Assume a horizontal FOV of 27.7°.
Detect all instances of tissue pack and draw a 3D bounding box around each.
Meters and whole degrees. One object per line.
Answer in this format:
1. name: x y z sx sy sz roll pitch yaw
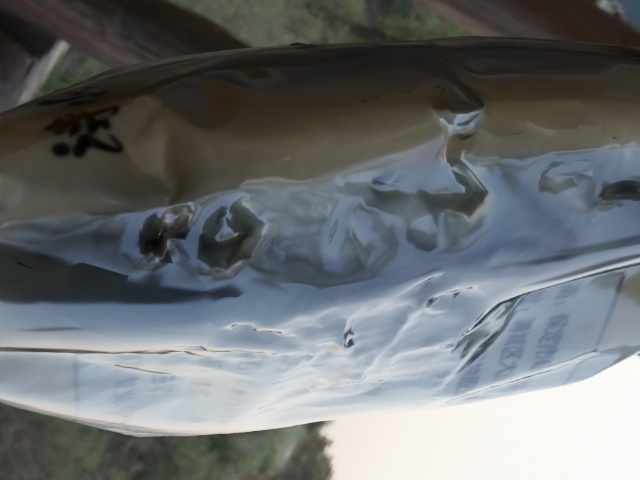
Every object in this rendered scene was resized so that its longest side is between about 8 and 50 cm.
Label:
1. tissue pack: 0.000 0.000 0.630 0.375 0.390 0.195 174 -88 -77
